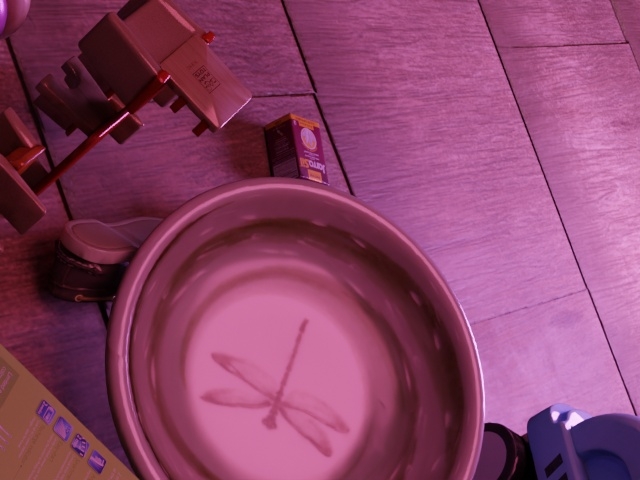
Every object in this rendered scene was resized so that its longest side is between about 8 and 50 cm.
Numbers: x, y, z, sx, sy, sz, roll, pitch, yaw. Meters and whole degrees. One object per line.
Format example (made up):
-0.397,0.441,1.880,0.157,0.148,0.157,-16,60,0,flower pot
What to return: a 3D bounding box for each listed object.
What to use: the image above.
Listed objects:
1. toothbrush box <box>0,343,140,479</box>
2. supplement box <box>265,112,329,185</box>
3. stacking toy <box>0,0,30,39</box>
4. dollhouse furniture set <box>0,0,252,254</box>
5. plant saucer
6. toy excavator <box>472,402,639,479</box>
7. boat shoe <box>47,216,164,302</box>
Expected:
-0.248,0.254,1.238,0.283,0.122,0.206,48,39,-22,toothbrush box
-0.028,-0.100,1.800,0.055,0.043,0.083,14,60,-50,supplement box
-0.389,-0.153,1.309,0.141,0.141,0.330,52,44,-19,stacking toy
-0.199,-0.100,1.394,0.135,0.259,0.262,48,39,-7,dollhouse furniture set
-0.031,0.139,1.491,0.400,0.100,0.400,10,67,-26,plant saucer
0.398,0.321,1.701,0.222,0.445,0.433,35,30,-35,toy excavator
-0.181,0.023,1.512,0.081,0.069,0.227,36,18,29,boat shoe
